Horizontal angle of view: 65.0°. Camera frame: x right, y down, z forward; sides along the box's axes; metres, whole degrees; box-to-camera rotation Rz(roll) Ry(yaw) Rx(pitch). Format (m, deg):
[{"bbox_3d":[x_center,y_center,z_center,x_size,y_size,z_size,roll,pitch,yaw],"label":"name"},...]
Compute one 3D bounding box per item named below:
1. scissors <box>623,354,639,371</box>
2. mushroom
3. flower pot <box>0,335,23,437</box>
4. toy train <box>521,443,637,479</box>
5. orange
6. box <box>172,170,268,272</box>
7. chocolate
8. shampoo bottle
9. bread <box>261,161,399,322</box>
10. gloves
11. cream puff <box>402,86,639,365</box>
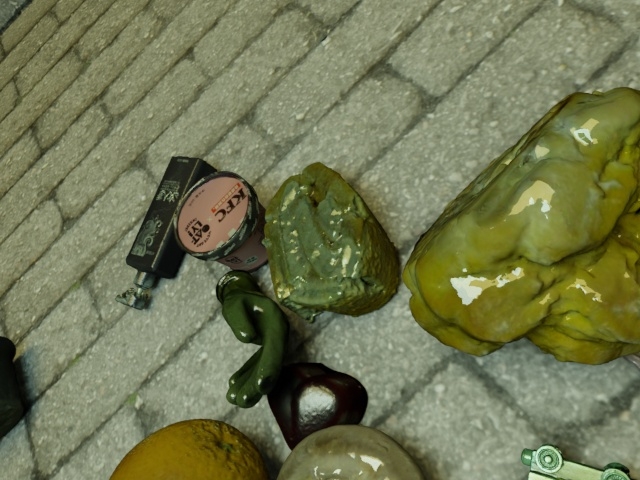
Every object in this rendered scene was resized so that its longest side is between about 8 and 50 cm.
[{"bbox_3d":[0.371,0.179,0.531,0.118,0.030,0.242,3,67,32],"label":"scissors"},{"bbox_3d":[0.016,0.314,0.556,0.207,0.215,0.207,-11,70,32],"label":"mushroom"},{"bbox_3d":[-0.680,0.316,0.967,0.235,0.235,0.148,-45,72,3],"label":"flower pot"},{"bbox_3d":[0.275,0.266,0.535,0.122,0.050,0.081,9,77,32],"label":"toy train"},{"bbox_3d":[-0.173,0.348,0.641,0.236,0.236,0.236,-12,62,24],"label":"orange"},{"bbox_3d":[-0.150,-0.022,0.858,0.151,0.135,0.151,-10,64,21],"label":"box"},{"bbox_3d":[-0.024,0.229,0.701,0.149,0.080,0.125,15,75,32],"label":"chocolate"},{"bbox_3d":[-0.303,-0.015,0.980,0.098,0.071,0.309,11,75,30],"label":"shampoo bottle"},{"bbox_3d":[0.000,0.000,0.769,0.186,0.124,0.257,-31,54,14],"label":"bread"},{"bbox_3d":[-0.099,0.129,0.739,0.107,0.135,0.268,-25,32,1],"label":"gloves"},{"bbox_3d":[0.268,0.014,0.551,0.257,0.291,0.324,42,75,7],"label":"cream puff"}]
